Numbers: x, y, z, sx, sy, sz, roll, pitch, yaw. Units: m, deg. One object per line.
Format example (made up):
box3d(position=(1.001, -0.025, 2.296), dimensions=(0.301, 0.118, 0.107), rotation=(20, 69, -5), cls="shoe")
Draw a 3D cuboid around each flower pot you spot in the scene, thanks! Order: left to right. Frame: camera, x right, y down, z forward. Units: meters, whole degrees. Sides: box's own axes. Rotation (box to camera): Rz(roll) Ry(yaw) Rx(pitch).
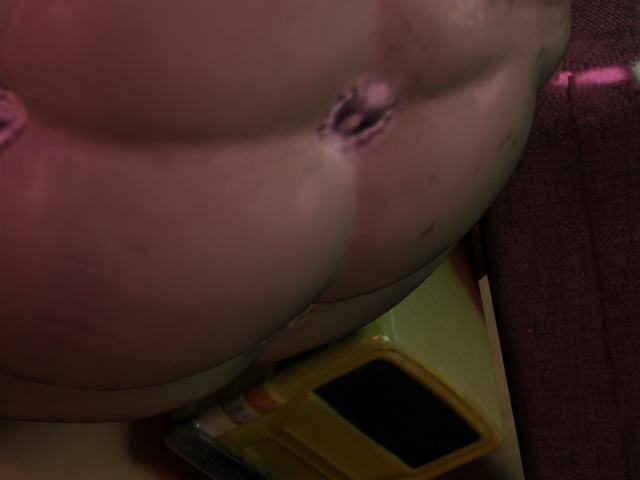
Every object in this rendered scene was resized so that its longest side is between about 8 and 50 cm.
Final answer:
box3d(position=(-0.053, -0.076, 0.501), dimensions=(0.246, 0.195, 0.246), rotation=(43, 32, -35), cls="flower pot")

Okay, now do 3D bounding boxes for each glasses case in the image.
box3d(position=(0.105, 0.042, 0.697), dimensions=(0.131, 0.074, 0.323), rotation=(-91, 170, -56), cls="glasses case")

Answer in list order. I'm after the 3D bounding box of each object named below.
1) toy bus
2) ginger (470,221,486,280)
box3d(position=(0.000, 0.000, 0.641), dimensions=(0.088, 0.101, 0.175), rotation=(40, 32, -40), cls="toy bus")
box3d(position=(0.016, -0.084, 0.780), dimensions=(0.213, 0.074, 0.137), rotation=(54, 17, -3), cls="ginger")
